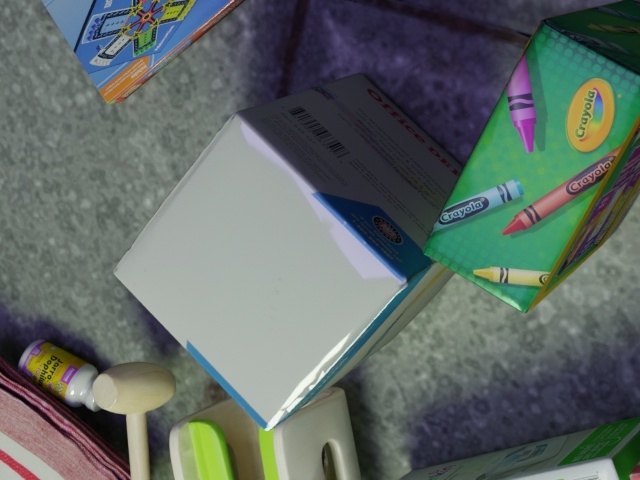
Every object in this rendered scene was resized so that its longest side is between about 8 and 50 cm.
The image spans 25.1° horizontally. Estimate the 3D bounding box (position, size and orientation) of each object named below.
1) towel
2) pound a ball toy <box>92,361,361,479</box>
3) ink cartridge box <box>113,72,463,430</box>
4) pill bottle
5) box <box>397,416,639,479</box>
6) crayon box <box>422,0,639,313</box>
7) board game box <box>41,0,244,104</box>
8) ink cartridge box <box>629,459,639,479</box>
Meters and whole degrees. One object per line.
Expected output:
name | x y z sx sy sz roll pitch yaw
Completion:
towel | -0.303 0.280 1.374 0.237 0.037 0.329 36 121 14
pound a ball toy | -0.054 0.247 1.233 0.208 0.136 0.319 -7 96 37
ink cartridge box | 0.000 0.000 1.094 0.171 0.233 0.168 45 117 10
pill bottle | -0.236 0.127 1.331 0.083 0.043 0.043 25 110 17
box | 0.181 0.297 1.122 0.231 0.127 0.262 -20 90 31
crayon box | 0.179 -0.068 0.973 0.081 0.278 0.165 32 112 14
board game box | -0.116 -0.252 1.208 0.281 0.027 0.145 -35 84 26
ink cartridge box | 0.349 0.160 1.011 0.218 0.158 0.092 -19 91 26
